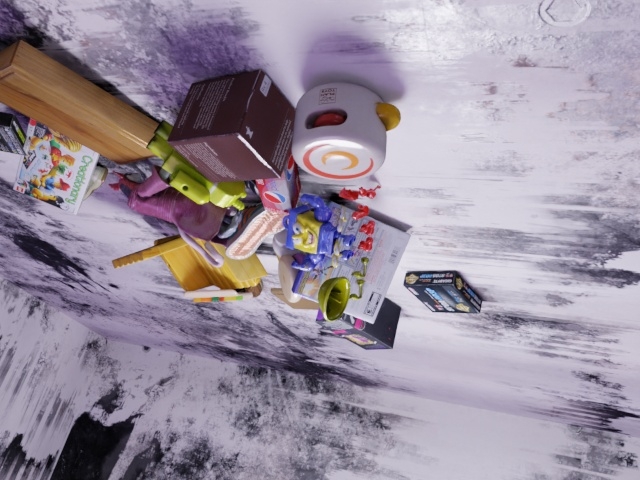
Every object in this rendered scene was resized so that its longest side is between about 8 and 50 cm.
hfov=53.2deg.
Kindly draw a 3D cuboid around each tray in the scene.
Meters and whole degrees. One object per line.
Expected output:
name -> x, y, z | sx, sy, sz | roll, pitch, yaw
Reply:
tray -> -0.589, -0.312, 1.547 | 0.202, 0.076, 0.411 | -5, 155, 40

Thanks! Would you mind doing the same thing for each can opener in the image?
can opener -> -0.180, -0.189, 1.643 | 0.073, 0.059, 0.186 | 33, 157, 34

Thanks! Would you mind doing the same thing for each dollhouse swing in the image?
dollhouse swing -> -0.430, 0.101, 2.066 | 0.346, 0.305, 0.315 | -13, 113, 47

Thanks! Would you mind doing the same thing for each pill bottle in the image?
pill bottle -> -0.083, 0.021, 1.948 | 0.117, 0.118, 0.208 | 11, 156, 11

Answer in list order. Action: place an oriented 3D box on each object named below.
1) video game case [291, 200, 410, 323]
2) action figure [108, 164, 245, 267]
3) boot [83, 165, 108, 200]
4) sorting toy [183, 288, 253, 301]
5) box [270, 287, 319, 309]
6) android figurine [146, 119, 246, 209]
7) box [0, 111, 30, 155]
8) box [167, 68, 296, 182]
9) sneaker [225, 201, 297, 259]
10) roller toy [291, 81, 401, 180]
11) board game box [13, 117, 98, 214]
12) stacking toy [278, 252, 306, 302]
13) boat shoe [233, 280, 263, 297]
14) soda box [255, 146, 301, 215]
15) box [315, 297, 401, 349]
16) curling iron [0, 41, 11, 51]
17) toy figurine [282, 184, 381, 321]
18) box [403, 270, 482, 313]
video game case -> 0.082, 0.060, 1.753 | 0.244, 0.270, 0.061 | 22, -177, -13
action figure -> -0.402, -0.086, 1.740 | 0.370, 0.276, 0.248 | 16, 159, -4
boot -> -0.765, -0.202, 1.955 | 0.165, 0.077, 0.213 | 30, 146, -30
sorting toy -> -0.357, 0.200, 2.261 | 0.193, 0.038, 0.208 | -3, 171, 10
box -> -0.073, 0.231, 2.511 | 0.201, 0.021, 0.164 | -3, 149, 36
android figurine -> -0.286, -0.174, 1.538 | 0.273, 0.248, 0.056 | 37, 115, -23
box -> -0.860, -0.285, 1.636 | 0.184, 0.045, 0.191 | 12, 163, -9
box -> -0.185, -0.241, 1.388 | 0.203, 0.169, 0.167 | 0, 151, 33
sneaker -> -0.181, -0.067, 1.850 | 0.108, 0.121, 0.302 | 22, 136, -36
roller toy -> 0.042, -0.225, 1.304 | 0.191, 0.146, 0.209 | 15, 156, -23
board game box -> -0.750, -0.216, 1.826 | 0.193, 0.053, 0.305 | 24, 135, -16
stacking toy -> 0.049, 0.081, 1.877 | 0.330, 0.141, 0.141 | -12, 163, -19
boat shoe -> -0.305, 0.157, 2.398 | 0.110, 0.104, 0.307 | 7, 154, 21
soda box -> -0.109, -0.165, 1.593 | 0.083, 0.092, 0.263 | 10, 156, 8
box -> 0.139, 0.265, 2.270 | 0.270, 0.165, 0.143 | 33, 151, -32
curling iron -> -0.717, -0.427, 1.493 | 0.274, 0.035, 0.068 | 25, 154, -19
toy figurine -> 0.000, 0.000, 1.648 | 0.217, 0.191, 0.363 | 22, 122, 26
box -> 0.391, 0.167, 2.037 | 0.175, 0.051, 0.220 | -3, 150, 37
